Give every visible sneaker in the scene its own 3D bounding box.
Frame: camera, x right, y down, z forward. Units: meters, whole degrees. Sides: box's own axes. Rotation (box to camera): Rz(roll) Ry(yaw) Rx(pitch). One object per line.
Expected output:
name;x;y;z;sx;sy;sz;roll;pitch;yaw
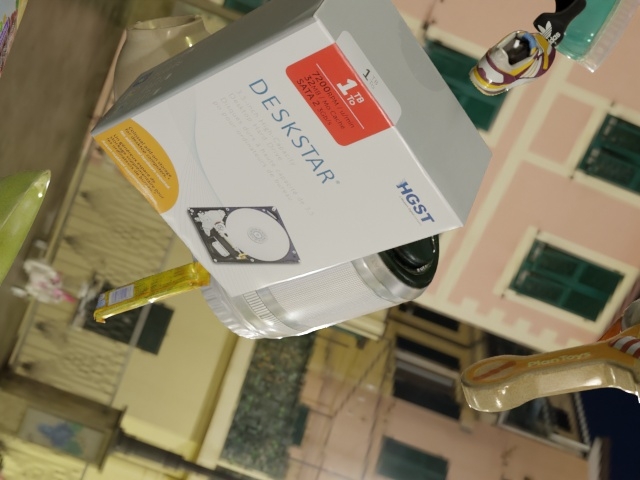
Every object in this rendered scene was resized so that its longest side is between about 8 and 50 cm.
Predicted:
sneaker;0.301;-0.273;1.425;0.185;0.069;0.084;-34;171;-37
sneaker;0.404;-0.389;1.388;0.302;0.121;0.108;-61;-177;-21

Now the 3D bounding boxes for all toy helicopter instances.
toy helicopter;0.333;0.124;1.089;0.235;0.355;0.140;-67;143;-68

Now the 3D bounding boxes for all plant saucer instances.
plant saucer;-0.312;0.035;0.855;0.241;0.037;0.241;-58;-169;18

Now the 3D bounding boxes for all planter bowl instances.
planter bowl;-0.187;-0.222;1.229;0.162;0.162;0.109;-84;169;-67

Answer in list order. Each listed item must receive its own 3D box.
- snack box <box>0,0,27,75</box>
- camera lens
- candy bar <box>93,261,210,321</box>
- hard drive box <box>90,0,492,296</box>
snack box;-0.301;-0.263;0.851;0.174;0.070;0.207;101;-8;-50
camera lens;0.000;0.000;1.266;0.274;0.219;0.219;-20;-144;30
candy bar;-0.192;0.056;1.100;0.161;0.018;0.040;-19;-131;23
hard drive box;-0.023;-0.072;0.719;0.232;0.181;0.089;-20;-151;39
